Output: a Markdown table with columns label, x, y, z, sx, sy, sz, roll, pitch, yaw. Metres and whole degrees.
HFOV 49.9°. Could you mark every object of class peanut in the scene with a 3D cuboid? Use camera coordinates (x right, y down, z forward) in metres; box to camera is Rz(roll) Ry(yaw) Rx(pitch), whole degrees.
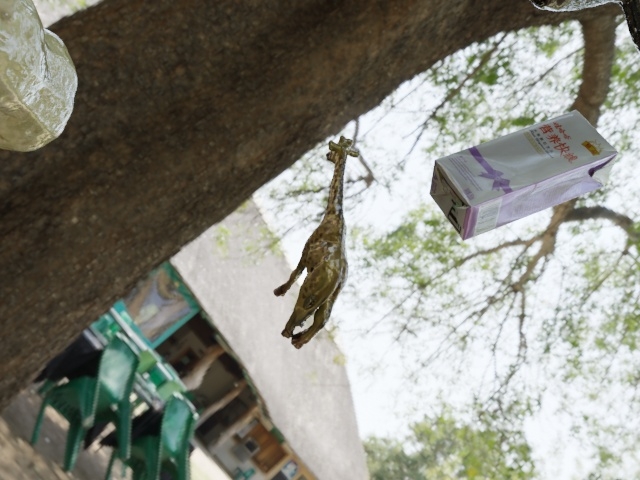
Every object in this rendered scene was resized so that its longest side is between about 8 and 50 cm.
| label | x | y | z | sx | sy | sz | roll | pitch | yaw |
| --- | --- | --- | --- | --- | --- | --- | --- | --- | --- |
| peanut | -0.298 | -0.169 | 0.648 | 0.123 | 0.123 | 0.256 | 49 | -19 | 3 |

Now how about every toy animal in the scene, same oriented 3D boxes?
| label | x | y | z | sx | sy | sz | roll | pitch | yaw |
| --- | --- | --- | --- | --- | --- | --- | --- | --- | --- |
| toy animal | 0.003 | 0.001 | 0.872 | 0.054 | 0.275 | 0.149 | 15 | 5 | -20 |

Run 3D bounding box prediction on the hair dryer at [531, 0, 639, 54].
| label | x | y | z | sx | sy | sz | roll | pitch | yaw |
| --- | --- | --- | --- | --- | --- | --- | --- | --- | --- |
| hair dryer | 0.438 | -0.255 | 0.824 | 0.120 | 0.304 | 0.359 | 98 | -28 | -84 |

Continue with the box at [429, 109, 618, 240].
| label | x | y | z | sx | sy | sz | roll | pitch | yaw |
| --- | --- | --- | --- | --- | --- | --- | --- | --- | --- |
| box | 0.135 | -0.045 | 0.463 | 0.036 | 0.117 | 0.050 | 87 | -23 | -53 |
